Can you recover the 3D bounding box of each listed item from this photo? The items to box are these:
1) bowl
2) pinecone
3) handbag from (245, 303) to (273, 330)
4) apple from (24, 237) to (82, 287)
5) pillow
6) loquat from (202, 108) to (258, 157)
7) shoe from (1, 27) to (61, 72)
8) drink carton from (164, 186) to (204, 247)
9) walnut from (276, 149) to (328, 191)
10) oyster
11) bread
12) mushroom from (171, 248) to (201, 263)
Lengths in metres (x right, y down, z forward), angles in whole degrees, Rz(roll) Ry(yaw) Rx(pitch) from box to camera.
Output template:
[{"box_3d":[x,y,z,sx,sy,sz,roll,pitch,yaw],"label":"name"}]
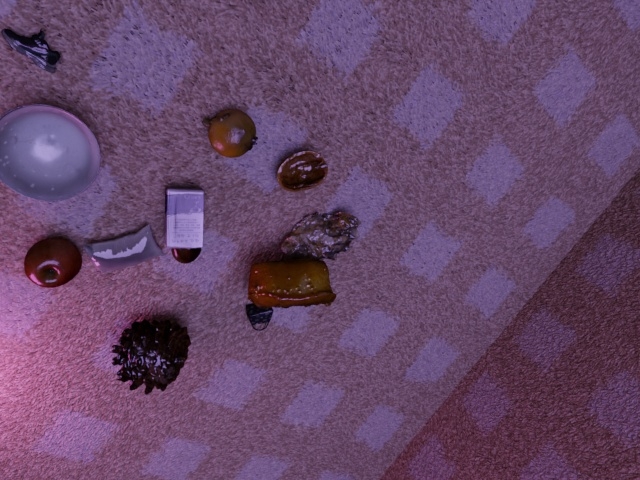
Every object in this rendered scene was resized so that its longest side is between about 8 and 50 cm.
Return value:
[{"box_3d":[-0.874,-0.295,1.579,0.314,0.146,0.313,-9,119,-17],"label":"bowl"},{"box_3d":[-0.684,0.456,1.965,0.296,0.242,0.298,17,77,-12],"label":"pinecone"},{"box_3d":[-0.268,0.349,2.178,0.115,0.072,0.139,-10,122,-18],"label":"handbag"},{"box_3d":[-0.939,0.081,1.730,0.181,0.168,0.181,-12,120,-22],"label":"apple"},{"box_3d":[-0.732,0.033,1.836,0.254,0.078,0.144,-18,119,-12],"label":"pillow"},{"box_3d":[-0.322,-0.384,1.750,0.205,0.149,0.172,24,106,-14],"label":"loquat"},{"box_3d":[-0.862,-0.593,1.484,0.169,0.071,0.099,37,95,-35],"label":"shoe"},{"box_3d":[-0.508,-0.085,1.827,0.134,0.102,0.222,-1,102,-23],"label":"drink carton"},{"box_3d":[-0.081,-0.283,1.926,0.211,0.087,0.167,-15,126,-11],"label":"walnut"},{"box_3d":[0.001,0.001,2.082,0.351,0.115,0.237,-11,118,-16],"label":"oyster"},{"box_3d":[-0.117,0.178,2.003,0.358,0.337,0.204,1,86,-11],"label":"bread"},{"box_3d":[-0.527,0.035,1.933,0.123,0.052,0.123,-8,115,-17],"label":"mushroom"}]
